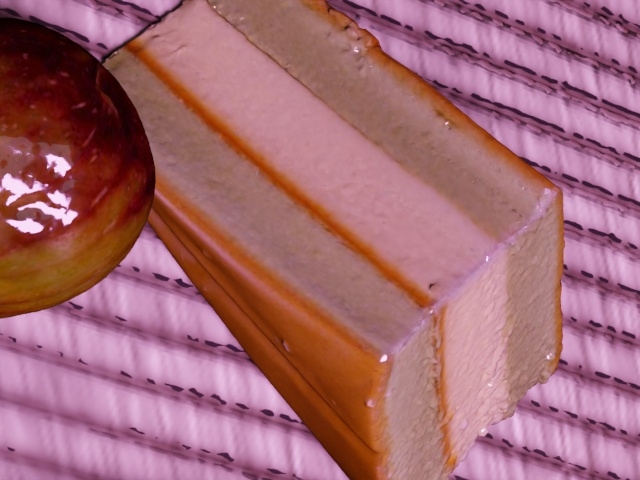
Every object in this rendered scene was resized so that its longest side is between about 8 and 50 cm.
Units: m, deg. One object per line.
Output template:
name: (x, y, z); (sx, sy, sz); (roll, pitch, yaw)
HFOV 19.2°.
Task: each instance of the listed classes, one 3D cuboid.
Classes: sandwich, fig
sandwich: (0.000, 0.000, 0.785); (0.187, 0.144, 0.117); (40, 67, 21)
fig: (-0.136, -0.014, 0.675); (0.155, 0.103, 0.109); (-36, 76, -25)
